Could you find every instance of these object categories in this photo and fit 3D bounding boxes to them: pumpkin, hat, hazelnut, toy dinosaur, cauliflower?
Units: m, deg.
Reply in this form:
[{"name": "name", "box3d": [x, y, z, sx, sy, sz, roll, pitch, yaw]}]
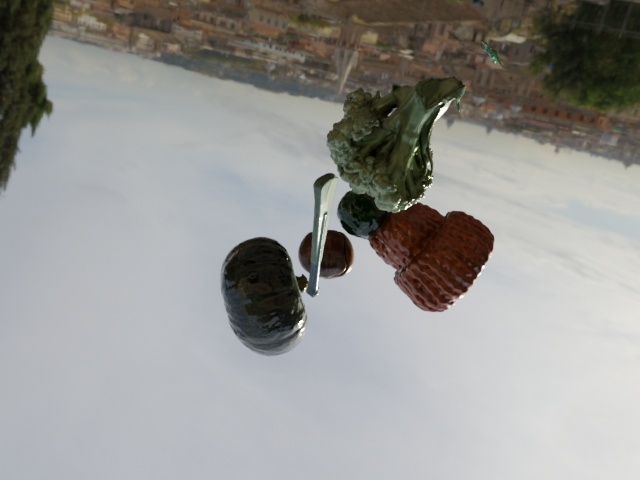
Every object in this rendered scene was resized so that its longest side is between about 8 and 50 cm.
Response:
[{"name": "pumpkin", "box3d": [-0.093, 0.096, 0.930, 0.152, 0.211, 0.211, -6, -164, 0]}, {"name": "hat", "box3d": [0.235, -0.001, 1.434, 0.400, 0.285, 0.285, 33, -161, 11]}, {"name": "hazelnut", "box3d": [0.015, 0.042, 1.457, 0.154, 0.143, 0.143, 5, -164, -10]}, {"name": "toy dinosaur", "box3d": [0.420, -0.453, 1.292, 0.083, 0.021, 0.062, 46, -170, 23]}, {"name": "cauliflower", "box3d": [0.132, -0.220, 1.115, 0.261, 0.281, 0.326, -10, -130, -15]}]

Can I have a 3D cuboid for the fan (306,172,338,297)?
[{"name": "fan", "box3d": [0.000, 0.000, 0.684, 0.016, 0.193, 0.038, 33, -135, 30]}]
